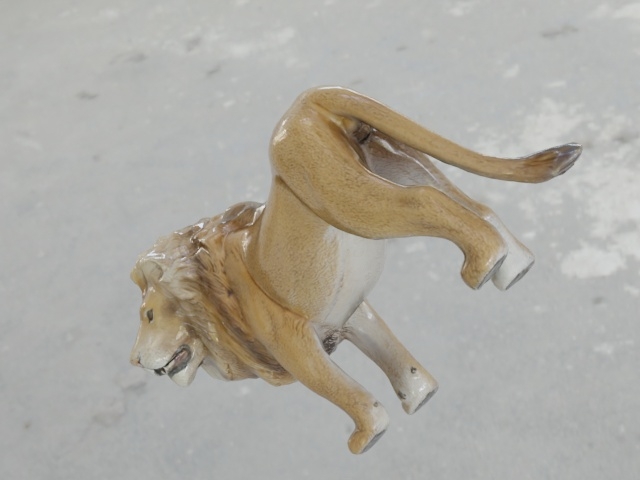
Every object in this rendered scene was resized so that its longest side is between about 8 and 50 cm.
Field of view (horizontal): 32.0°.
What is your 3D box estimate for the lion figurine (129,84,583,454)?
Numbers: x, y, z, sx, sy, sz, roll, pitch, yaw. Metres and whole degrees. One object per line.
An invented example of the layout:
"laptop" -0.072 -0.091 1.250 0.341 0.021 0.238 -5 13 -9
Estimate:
"lion figurine" 0.000 0.000 0.772 0.240 0.392 0.142 45 45 15
